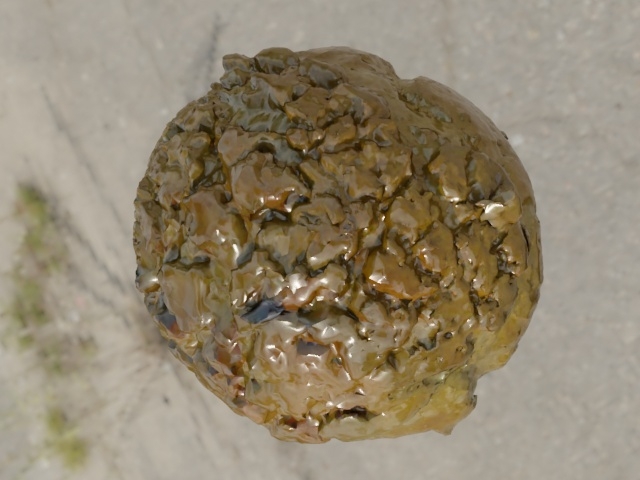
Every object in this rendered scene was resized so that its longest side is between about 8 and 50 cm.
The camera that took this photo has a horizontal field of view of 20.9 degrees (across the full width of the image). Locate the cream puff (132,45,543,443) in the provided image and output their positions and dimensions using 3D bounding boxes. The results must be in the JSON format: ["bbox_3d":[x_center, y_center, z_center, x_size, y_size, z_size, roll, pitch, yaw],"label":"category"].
[{"bbox_3d":[0.000,0.000,0.643,0.165,0.115,0.150,-6,84,29],"label":"cream puff"}]
